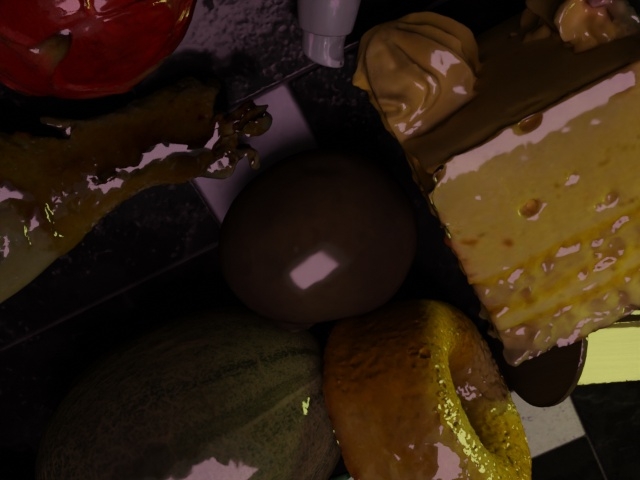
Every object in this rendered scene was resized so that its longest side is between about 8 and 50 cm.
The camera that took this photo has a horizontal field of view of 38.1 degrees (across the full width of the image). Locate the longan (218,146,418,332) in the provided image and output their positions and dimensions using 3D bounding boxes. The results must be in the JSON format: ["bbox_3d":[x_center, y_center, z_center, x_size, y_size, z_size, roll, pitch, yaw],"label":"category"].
[{"bbox_3d":[0.000,0.000,0.852,0.189,0.189,0.189,-5,123,-7],"label":"longan"}]

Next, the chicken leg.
[{"bbox_3d":[-0.247,-0.038,0.812,0.429,0.153,0.201,-22,136,-4],"label":"chicken leg"}]

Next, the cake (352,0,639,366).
[{"bbox_3d":[0.179,-0.087,0.793,0.227,0.222,0.286,-27,122,6],"label":"cake"}]

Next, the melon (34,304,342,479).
[{"bbox_3d":[-0.125,0.202,0.914,0.329,0.248,0.248,-33,122,8],"label":"melon"}]

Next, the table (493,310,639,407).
[{"bbox_3d":[0.322,0.083,0.980,0.226,0.167,0.167,-2,123,-20],"label":"table"}]

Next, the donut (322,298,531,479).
[{"bbox_3d":[0.117,0.172,0.916,0.108,0.277,0.277,-26,124,22],"label":"donut"}]

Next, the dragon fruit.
[{"bbox_3d":[-0.182,-0.191,0.696,0.209,0.172,0.172,-20,124,15],"label":"dragon fruit"}]

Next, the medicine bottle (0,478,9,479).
[{"bbox_3d":[-0.338,0.376,1.001,0.388,0.219,0.219,25,115,-22],"label":"medicine bottle"}]

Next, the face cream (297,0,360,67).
[{"bbox_3d":[0.015,-0.261,0.727,0.101,0.101,0.252,2,122,-11],"label":"face cream"}]

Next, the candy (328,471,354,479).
[{"bbox_3d":[-0.013,0.289,1.043,0.323,0.097,0.097,-22,124,-11],"label":"candy"}]
